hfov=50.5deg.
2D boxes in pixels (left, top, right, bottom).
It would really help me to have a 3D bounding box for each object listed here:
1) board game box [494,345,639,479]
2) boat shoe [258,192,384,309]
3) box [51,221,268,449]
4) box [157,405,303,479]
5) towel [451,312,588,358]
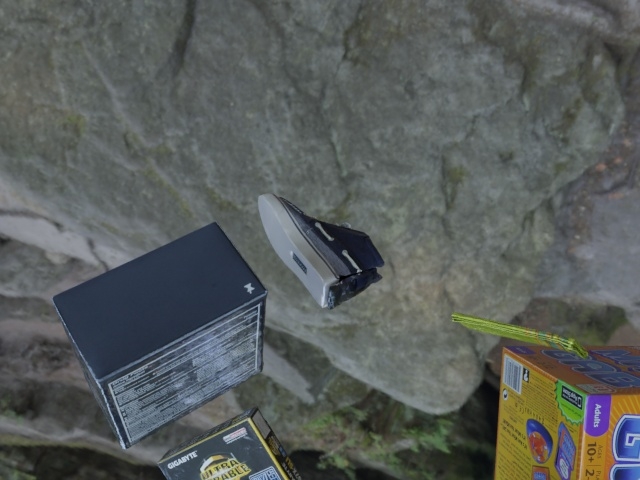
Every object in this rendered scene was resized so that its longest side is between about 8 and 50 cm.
[{"bbox_3d":[0.604,0.433,1.402,0.356,0.356,0.356,2,-175,-9],"label":"board game box"},{"bbox_3d":[0.000,0.000,1.500,0.340,0.158,0.127,53,152,33],"label":"boat shoe"},{"bbox_3d":[-0.260,0.164,1.168,0.183,0.296,0.294,51,153,25],"label":"box"},{"bbox_3d":[-0.238,0.624,1.815,0.257,0.322,0.079,59,-161,-6],"label":"box"},{"bbox_3d":[0.366,0.177,1.261,0.237,0.021,0.102,10,164,39],"label":"towel"}]
